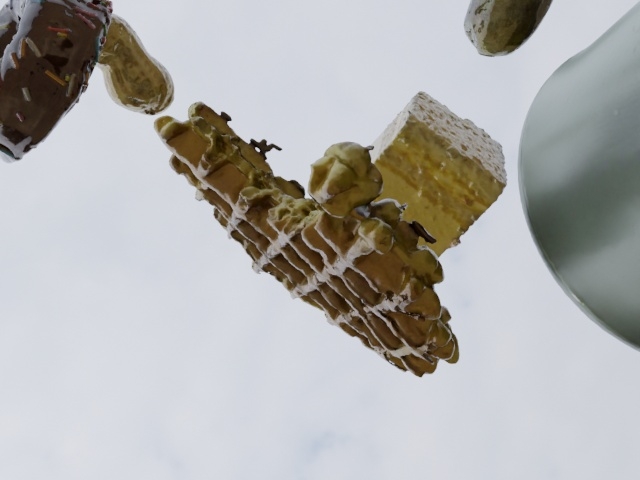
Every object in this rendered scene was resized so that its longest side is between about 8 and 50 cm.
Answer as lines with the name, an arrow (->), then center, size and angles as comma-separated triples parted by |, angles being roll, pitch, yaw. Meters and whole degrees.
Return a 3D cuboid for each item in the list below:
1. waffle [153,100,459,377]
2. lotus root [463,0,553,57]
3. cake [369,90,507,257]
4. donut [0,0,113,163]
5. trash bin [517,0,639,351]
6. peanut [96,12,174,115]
waffle -> 0.000, 0.000, 0.595 | 0.069, 0.293, 0.259 | -45, -49, -15
lotus root -> 0.241, -0.315, 0.880 | 0.088, 0.113, 0.192 | 23, -70, -4
cake -> 0.181, -0.102, 1.390 | 0.222, 0.227, 0.286 | 35, -61, -6
donut -> -0.338, -0.205, 0.841 | 0.089, 0.235, 0.235 | 28, -96, -37
trash bin -> 0.315, -0.082, 0.436 | 0.281, 0.432, 0.280 | 3, -108, -10
peanut -> -0.322, -0.286, 1.169 | 0.098, 0.103, 0.229 | -32, -46, 8
